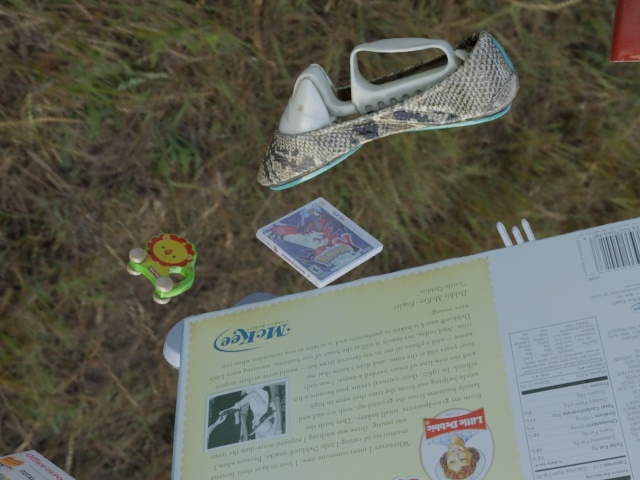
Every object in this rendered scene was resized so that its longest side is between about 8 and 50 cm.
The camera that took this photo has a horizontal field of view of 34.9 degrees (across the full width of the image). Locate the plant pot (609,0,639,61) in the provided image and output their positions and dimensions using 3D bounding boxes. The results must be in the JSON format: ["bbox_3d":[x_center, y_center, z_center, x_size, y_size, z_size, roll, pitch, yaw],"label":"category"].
[{"bbox_3d":[0.593,-0.404,1.502,0.267,0.267,0.236,-28,117,-52],"label":"plant pot"}]

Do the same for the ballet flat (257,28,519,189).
[{"bbox_3d":[0.076,-0.234,1.663,0.182,0.482,0.164,58,29,-31],"label":"ballet flat"}]

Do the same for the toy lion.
[{"bbox_3d":[-0.207,0.032,1.391,0.096,0.100,0.034,-23,145,-37],"label":"toy lion"}]

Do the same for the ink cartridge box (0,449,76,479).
[{"bbox_3d":[-0.566,0.493,1.781,0.232,0.171,0.168,-4,108,-46],"label":"ink cartridge box"}]

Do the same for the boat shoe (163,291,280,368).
[{"bbox_3d":[-0.204,0.227,2.112,0.367,0.135,0.157,-26,141,-58],"label":"boat shoe"}]

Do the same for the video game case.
[{"bbox_3d":[0.000,0.000,2.090,0.201,0.183,0.023,-30,149,-41],"label":"video game case"}]

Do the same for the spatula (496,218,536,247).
[{"bbox_3d":[0.331,0.080,1.512,0.019,0.242,0.168,-29,171,27],"label":"spatula"}]

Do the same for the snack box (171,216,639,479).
[{"bbox_3d":[0.067,0.105,0.612,0.321,0.187,0.060,-13,140,14],"label":"snack box"}]
